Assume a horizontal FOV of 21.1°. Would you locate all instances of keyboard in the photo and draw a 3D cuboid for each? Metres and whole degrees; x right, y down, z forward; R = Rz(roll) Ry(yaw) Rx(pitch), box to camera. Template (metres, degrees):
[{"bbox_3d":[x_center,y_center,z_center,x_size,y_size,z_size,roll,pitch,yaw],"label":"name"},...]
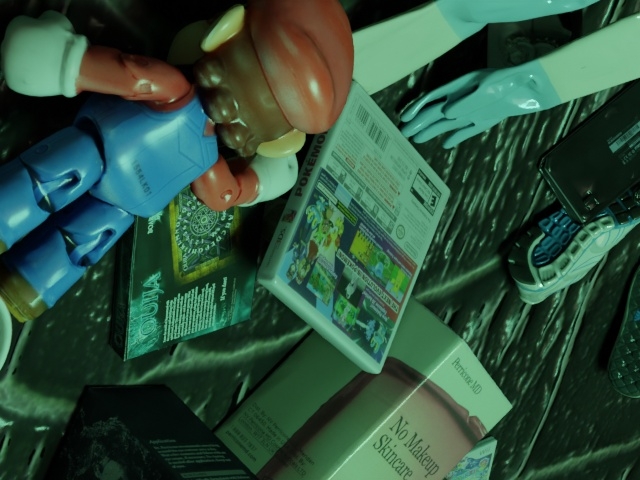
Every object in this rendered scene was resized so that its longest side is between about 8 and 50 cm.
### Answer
[{"bbox_3d":[0.301,-0.086,1.656,0.180,0.023,0.108,-39,101,-12],"label":"keyboard"}]

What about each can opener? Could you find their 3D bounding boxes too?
[{"bbox_3d":[0.177,-0.242,1.416,0.280,0.074,0.093,84,23,-45],"label":"can opener"}]

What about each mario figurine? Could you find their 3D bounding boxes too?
[{"bbox_3d":[-0.121,-0.086,1.224,0.320,0.170,0.198,-34,167,-12],"label":"mario figurine"}]

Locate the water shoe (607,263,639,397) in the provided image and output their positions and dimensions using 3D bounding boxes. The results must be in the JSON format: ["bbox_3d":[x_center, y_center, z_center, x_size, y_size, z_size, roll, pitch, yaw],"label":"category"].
[{"bbox_3d":[0.367,0.071,1.864,0.080,0.073,0.203,-30,146,-64],"label":"water shoe"}]

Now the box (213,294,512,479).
[{"bbox_3d":[0.036,0.169,1.560,0.232,0.127,0.148,-45,141,-4],"label":"box"}]

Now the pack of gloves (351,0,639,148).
[{"bbox_3d":[0.146,-0.166,1.407,0.232,0.046,0.195,-20,147,16],"label":"pack of gloves"}]

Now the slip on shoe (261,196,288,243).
[{"bbox_3d":[0.000,0.000,1.453,0.051,0.041,0.135,-55,142,7],"label":"slip on shoe"}]

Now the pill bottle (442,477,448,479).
[{"bbox_3d":[0.125,0.326,1.694,0.131,0.229,0.131,-25,136,-27],"label":"pill bottle"}]

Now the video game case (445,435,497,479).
[{"bbox_3d":[0.145,0.272,1.846,0.087,0.011,0.122,-19,133,-32],"label":"video game case"}]

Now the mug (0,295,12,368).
[{"bbox_3d":[-0.282,0.014,1.089,0.113,0.169,0.150,-8,125,-40],"label":"mug"}]

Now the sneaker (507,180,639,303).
[{"bbox_3d":[0.259,-0.006,1.691,0.190,0.071,0.083,-35,154,-13],"label":"sneaker"}]

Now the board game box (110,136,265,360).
[{"bbox_3d":[-0.103,0.001,1.366,0.126,0.026,0.186,-17,132,-33],"label":"board game box"}]

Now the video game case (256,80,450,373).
[{"bbox_3d":[0.032,-0.007,1.438,0.201,0.023,0.183,44,63,-53],"label":"video game case"}]

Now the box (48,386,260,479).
[{"bbox_3d":[-0.144,0.226,1.407,0.093,0.158,0.156,5,117,-47],"label":"box"}]
